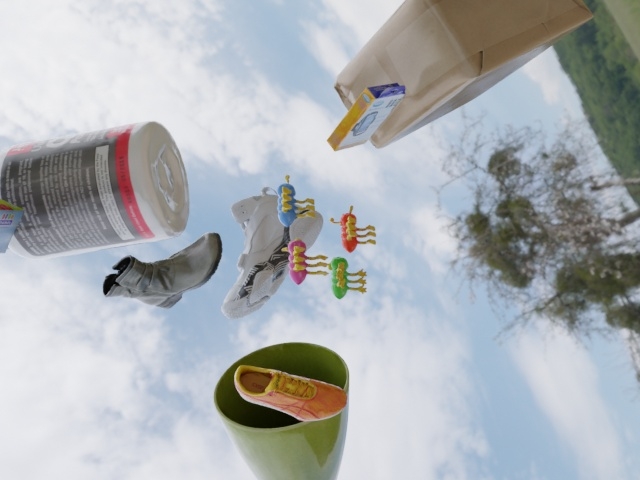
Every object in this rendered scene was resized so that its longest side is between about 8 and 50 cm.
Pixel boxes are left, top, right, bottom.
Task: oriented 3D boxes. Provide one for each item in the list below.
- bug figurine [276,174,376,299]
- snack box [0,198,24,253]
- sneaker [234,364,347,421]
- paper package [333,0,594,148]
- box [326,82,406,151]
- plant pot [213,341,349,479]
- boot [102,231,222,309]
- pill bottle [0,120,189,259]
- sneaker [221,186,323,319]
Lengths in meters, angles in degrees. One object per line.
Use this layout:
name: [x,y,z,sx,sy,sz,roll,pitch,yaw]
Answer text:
bug figurine: [0.000,0.000,1.304,0.279,0.072,0.216,23,-123,-43]
snack box: [-0.482,-0.052,0.751,0.207,0.070,0.174,24,180,-4]
sneaker: [-0.047,0.228,0.976,0.067,0.175,0.064,84,-165,-59]
paper package: [0.235,-0.334,1.132,0.310,0.325,0.168,-31,-90,-26]
box: [0.074,-0.197,1.016,0.081,0.136,0.028,-22,-112,-46]
plant pot: [-0.058,0.412,1.362,0.274,0.275,0.293,-57,-37,-57]
boot: [-0.327,0.060,1.339,0.161,0.246,0.083,19,-141,-46]
pill bottle: [-0.373,-0.067,0.970,0.176,0.319,0.176,-9,-90,-83]
sneaker: [-0.176,0.025,1.731,0.210,0.365,0.137,35,167,20]
